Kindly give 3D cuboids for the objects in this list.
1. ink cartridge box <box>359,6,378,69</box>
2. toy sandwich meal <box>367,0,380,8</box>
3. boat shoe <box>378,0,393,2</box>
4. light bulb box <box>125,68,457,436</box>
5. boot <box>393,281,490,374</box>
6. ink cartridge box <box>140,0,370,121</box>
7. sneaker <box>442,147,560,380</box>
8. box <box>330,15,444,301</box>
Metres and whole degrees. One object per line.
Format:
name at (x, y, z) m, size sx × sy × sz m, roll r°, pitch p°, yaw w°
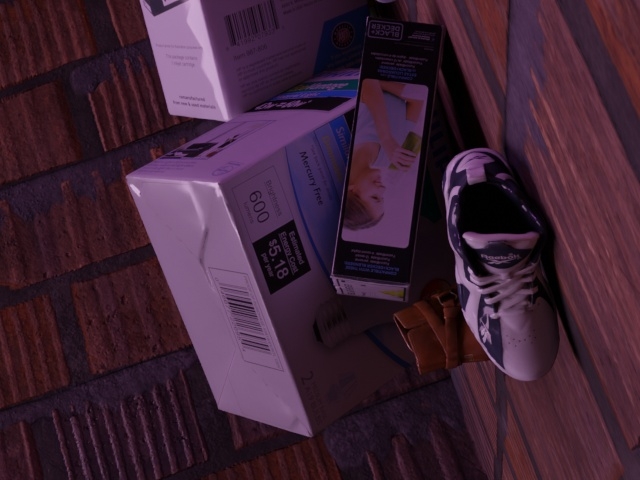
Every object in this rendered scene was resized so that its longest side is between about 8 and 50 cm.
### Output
ink cartridge box at (0.062, -0.354, 2.086) m, size 0.109 × 0.062 × 0.209 m, roll 69°, pitch -178°, yaw -73°
toy sandwich meal at (0.067, -0.389, 1.942) m, size 0.085 × 0.029 × 0.086 m, roll -19°, pitch -90°, yaw -90°
boat shoe at (0.060, -0.360, 1.402) m, size 0.083 × 0.065 × 0.183 m, roll -103°, pitch 0°, yaw -63°
light bulb box at (0.000, 0.000, 1.654) m, size 0.225 × 0.361 × 0.358 m, roll 7°, pitch 123°, yaw 51°
boot at (0.153, 0.062, 1.409) m, size 0.197 × 0.152 × 0.073 m, roll -108°, pitch -2°, yaw -58°
ink cartridge box at (-0.105, -0.398, 1.757) m, size 0.166 × 0.285 × 0.395 m, roll 12°, pitch 122°, yaw 48°
sneaker at (0.171, 0.029, 1.196) m, size 0.153 × 0.094 × 0.235 m, roll -37°, pitch -62°, yaw -81°
box at (0.076, -0.084, 1.421) m, size 0.169 × 0.087 × 0.290 m, roll 73°, pitch -155°, yaw -80°
